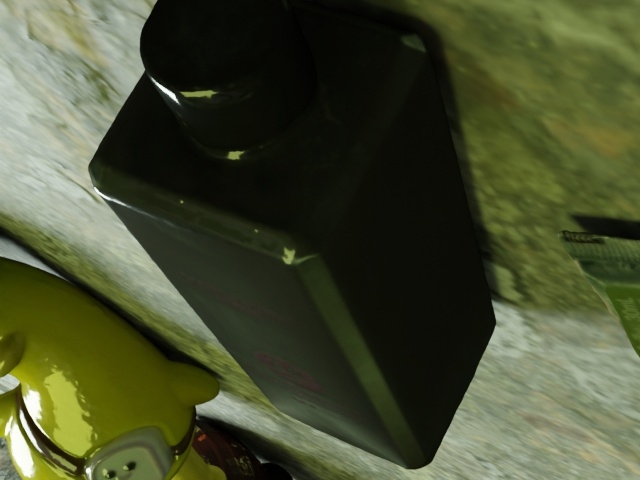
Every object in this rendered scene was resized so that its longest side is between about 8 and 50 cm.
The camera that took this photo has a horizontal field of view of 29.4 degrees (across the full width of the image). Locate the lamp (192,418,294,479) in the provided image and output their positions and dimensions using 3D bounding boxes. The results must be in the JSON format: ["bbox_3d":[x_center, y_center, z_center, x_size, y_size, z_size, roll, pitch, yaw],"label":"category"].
[{"bbox_3d":[-0.136,0.294,1.185,0.247,0.247,0.247,25,162,9],"label":"lamp"}]

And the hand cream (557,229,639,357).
[{"bbox_3d":[0.170,0.073,0.429,0.086,0.055,0.235,4,143,47],"label":"hand cream"}]

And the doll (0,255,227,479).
[{"bbox_3d":[-0.188,0.112,0.952,0.200,0.145,0.363,-19,135,11],"label":"doll"}]

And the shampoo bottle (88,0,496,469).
[{"bbox_3d":[0.000,0.000,0.408,0.080,0.079,0.246,20,160,22],"label":"shampoo bottle"}]
